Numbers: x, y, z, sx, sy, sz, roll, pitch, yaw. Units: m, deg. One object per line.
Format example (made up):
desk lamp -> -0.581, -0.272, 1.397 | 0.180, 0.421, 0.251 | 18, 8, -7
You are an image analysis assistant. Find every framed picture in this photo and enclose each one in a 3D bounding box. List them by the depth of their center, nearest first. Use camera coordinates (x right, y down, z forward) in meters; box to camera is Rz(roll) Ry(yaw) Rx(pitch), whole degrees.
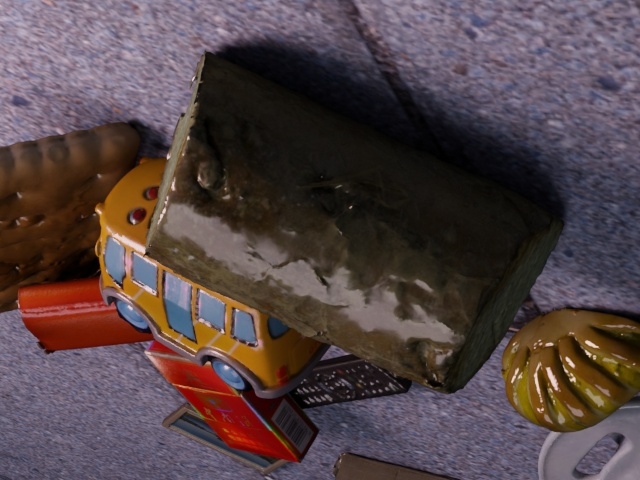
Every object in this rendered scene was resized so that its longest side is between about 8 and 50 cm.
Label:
framed picture -> -0.113, 0.241, 1.935 | 0.149, 0.011, 0.109 | 26, 155, -10

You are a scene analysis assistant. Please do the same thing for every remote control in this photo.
remote control -> 0.003, 0.144, 1.626 | 0.063, 0.025, 0.245 | 35, 153, -24

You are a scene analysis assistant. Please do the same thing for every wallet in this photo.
wallet -> -0.166, 0.063, 1.477 | 0.204, 0.045, 0.142 | -7, 161, 1

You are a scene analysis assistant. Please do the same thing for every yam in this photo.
yam -> 0.021, -0.005, 1.150 | 0.304, 0.168, 0.168 | 25, 155, -4

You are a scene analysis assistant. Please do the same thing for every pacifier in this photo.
pacifier -> 0.322, 0.243, 1.361 | 0.279, 0.207, 0.227 | 24, 138, -6

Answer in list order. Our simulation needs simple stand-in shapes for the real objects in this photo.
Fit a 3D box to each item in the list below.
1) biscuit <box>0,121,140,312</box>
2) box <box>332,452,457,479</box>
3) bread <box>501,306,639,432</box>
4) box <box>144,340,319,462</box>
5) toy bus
biscuit -> -0.269, -0.002, 1.393 | 0.217, 0.044, 0.325 | -15, 161, -18
box -> 0.091, 0.371, 1.871 | 0.155, 0.149, 0.231 | 11, 153, 21
bread -> 0.206, 0.114, 1.325 | 0.083, 0.094, 0.157 | 29, 163, -26
box -> -0.091, 0.159, 1.664 | 0.112, 0.048, 0.175 | 5, 143, 44
toy bus -> -0.086, 0.019, 1.295 | 0.209, 0.126, 0.136 | 28, 151, 23
